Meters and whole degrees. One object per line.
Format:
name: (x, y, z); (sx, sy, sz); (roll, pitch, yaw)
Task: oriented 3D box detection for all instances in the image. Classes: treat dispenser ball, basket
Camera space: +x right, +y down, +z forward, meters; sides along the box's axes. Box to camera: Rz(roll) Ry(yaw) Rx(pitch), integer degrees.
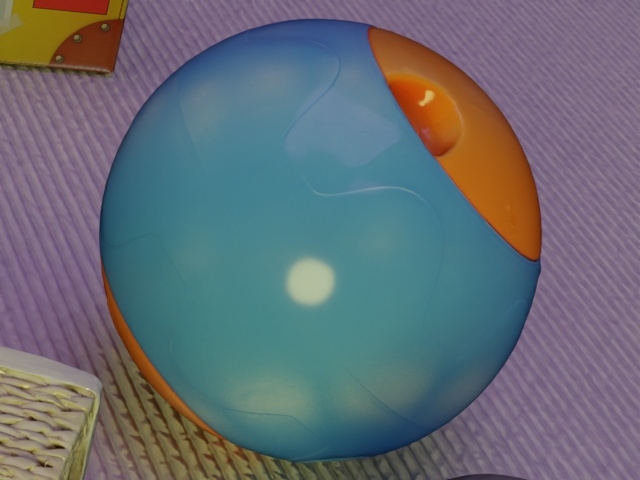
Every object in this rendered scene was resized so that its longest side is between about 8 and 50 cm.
treat dispenser ball: (0.000, 0.000, 1.145); (0.288, 0.288, 0.288); (12, 31, -8)
basket: (-0.222, 0.127, 1.010); (0.167, 0.113, 0.103); (16, 35, -2)

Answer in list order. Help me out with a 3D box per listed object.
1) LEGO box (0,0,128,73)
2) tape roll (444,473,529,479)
LEGO box: (-0.394, -0.361, 1.450); (0.500, 0.372, 0.193); (3, 34, -21)
tape roll: (0.085, 0.229, 0.872); (0.219, 0.219, 0.072); (35, 35, 28)
